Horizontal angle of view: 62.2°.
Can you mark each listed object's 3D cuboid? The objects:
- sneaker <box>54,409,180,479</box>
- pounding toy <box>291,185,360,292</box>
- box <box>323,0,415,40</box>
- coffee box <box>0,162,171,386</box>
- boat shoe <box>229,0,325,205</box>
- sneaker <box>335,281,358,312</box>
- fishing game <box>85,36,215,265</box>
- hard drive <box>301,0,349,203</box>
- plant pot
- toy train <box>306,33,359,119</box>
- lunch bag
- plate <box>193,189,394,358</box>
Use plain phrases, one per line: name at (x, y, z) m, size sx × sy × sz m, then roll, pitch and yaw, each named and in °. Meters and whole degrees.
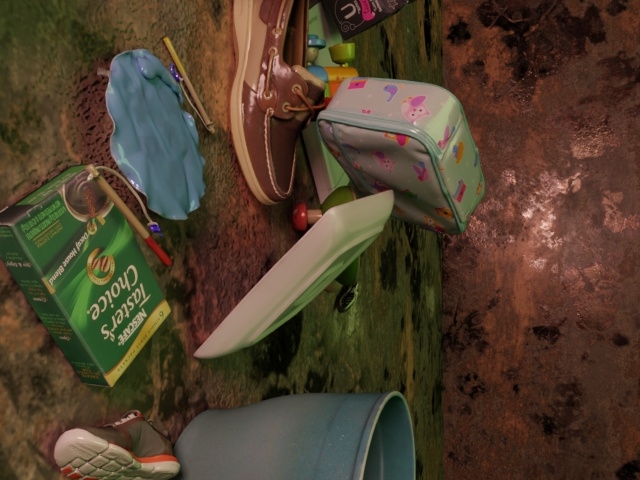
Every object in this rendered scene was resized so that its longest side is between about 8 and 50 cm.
sneaker at (-0.201, 0.201, 0.529) m, size 0.158 × 0.061 × 0.065 m, roll 58°, pitch 10°, yaw -53°
pounding toy at (0.000, 0.000, 0.987) m, size 0.237 × 0.110 × 0.182 m, roll 112°, pitch -25°, yaw -73°
box at (0.062, -0.524, 0.982) m, size 0.247 × 0.142 × 0.163 m, roll 61°, pitch 30°, yaw -15°
coffee box at (-0.214, 0.033, 0.497) m, size 0.113 × 0.040 × 0.184 m, roll -61°, pitch 143°, yaw -51°
boat shoe at (-0.054, -0.225, 0.793) m, size 0.123 × 0.123 × 0.341 m, roll 2°, pitch 87°, yaw -68°
sneaker at (0.064, 0.133, 1.187) m, size 0.109 × 0.040 × 0.043 m, roll -54°, pitch 140°, yaw -56°
fishing game at (-0.181, -0.111, 0.577) m, size 0.189 × 0.041 × 0.264 m, roll 65°, pitch 20°, yaw -45°
hard drive at (0.011, -0.283, 1.060) m, size 0.233 × 0.047 × 0.353 m, roll -62°, pitch 144°, yaw -50°
plant pot at (-0.039, 0.309, 0.637) m, size 0.272 × 0.255 × 0.271 m, roll -1°, pitch 90°, yaw -69°
toy train at (0.049, -0.278, 0.931) m, size 0.248 × 0.105 × 0.143 m, roll -14°, pitch 103°, yaw -37°
lunch bag at (0.126, -0.123, 0.835) m, size 0.108 × 0.224 × 0.279 m, roll -59°, pitch 143°, yaw -17°
plate at (-0.015, 0.048, 0.737) m, size 0.045 × 0.278 × 0.277 m, roll 47°, pitch 22°, yaw 7°
